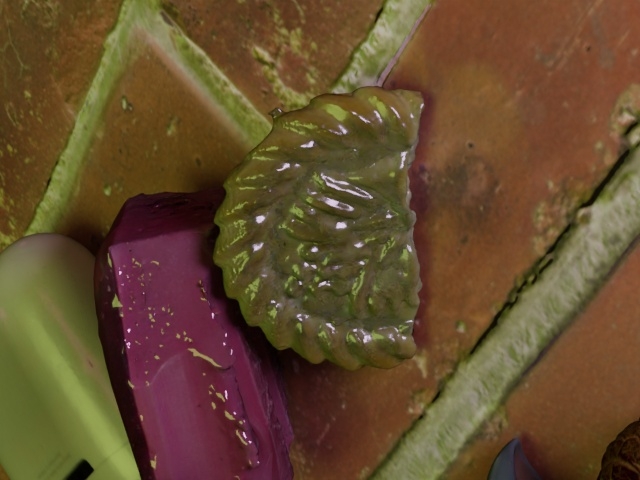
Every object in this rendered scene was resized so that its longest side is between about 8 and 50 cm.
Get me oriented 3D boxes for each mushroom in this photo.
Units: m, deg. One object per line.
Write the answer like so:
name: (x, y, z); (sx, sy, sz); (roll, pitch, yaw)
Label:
mushroom: (0.258, 0.184, 1.251); (0.085, 0.109, 0.126); (43, 119, 29)

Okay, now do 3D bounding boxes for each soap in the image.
soap: (-0.113, 0.126, 1.515); (0.127, 0.220, 0.325); (-11, 111, 10)

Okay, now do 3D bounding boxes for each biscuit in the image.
biscuit: (0.000, 0.000, 1.386); (0.036, 0.187, 0.273); (-101, 7, -62)

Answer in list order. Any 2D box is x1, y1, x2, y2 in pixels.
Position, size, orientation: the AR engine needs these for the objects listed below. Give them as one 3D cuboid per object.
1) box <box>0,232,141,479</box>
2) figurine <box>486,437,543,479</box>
box: (-0.270, 0.180, 1.764); (0.349, 0.141, 0.289); (55, 137, 10)
figurine: (0.197, 0.311, 1.364); (0.265, 0.193, 0.140); (45, 170, -22)
